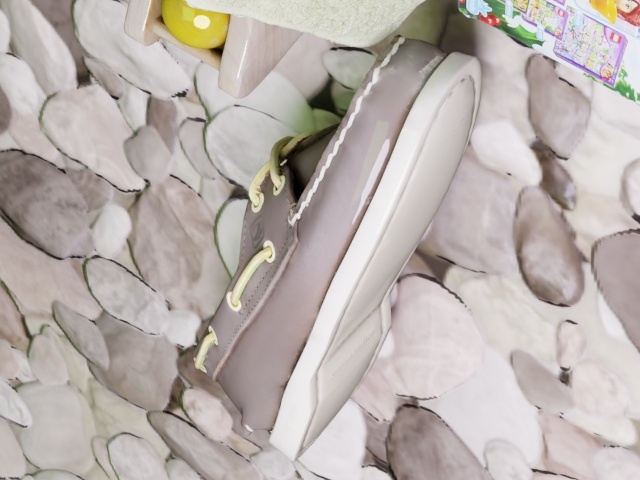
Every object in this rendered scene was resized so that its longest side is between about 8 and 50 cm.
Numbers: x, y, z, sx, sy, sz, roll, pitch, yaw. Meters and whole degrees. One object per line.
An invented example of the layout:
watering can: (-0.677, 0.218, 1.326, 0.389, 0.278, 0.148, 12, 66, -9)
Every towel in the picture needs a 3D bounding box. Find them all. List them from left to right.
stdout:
towel: (0.009, -0.139, 0.878, 0.110, 0.148, 0.027, -48, 53, 29)

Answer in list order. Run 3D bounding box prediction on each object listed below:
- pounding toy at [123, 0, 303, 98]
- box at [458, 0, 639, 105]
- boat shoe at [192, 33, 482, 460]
pounding toy: (-0.015, -0.179, 0.892, 0.155, 0.154, 0.269, 32, 136, 21)
box: (0.158, -0.157, 0.761, 0.201, 0.057, 0.293, 32, 154, 19)
boat shoe: (0.000, 0.000, 1.041, 0.097, 0.116, 0.324, 36, 142, 12)
